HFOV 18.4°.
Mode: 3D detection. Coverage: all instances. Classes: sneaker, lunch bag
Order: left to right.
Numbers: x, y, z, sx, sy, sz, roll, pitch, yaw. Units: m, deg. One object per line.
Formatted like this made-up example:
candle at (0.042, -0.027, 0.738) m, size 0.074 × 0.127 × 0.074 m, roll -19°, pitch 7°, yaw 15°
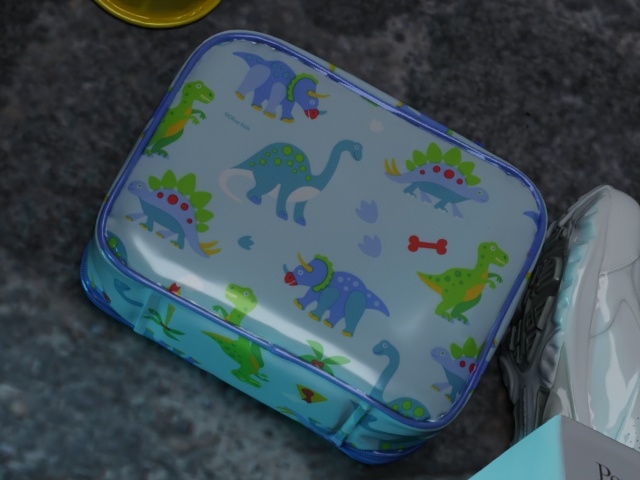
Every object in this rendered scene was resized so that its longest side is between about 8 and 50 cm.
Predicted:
lunch bag at (0.000, 0.000, 1.045) m, size 0.219 × 0.090 × 0.176 m, roll 28°, pitch 65°, yaw -2°
sneaker at (0.158, 0.087, 1.061) m, size 0.115 × 0.090 × 0.232 m, roll 13°, pitch 75°, yaw -16°

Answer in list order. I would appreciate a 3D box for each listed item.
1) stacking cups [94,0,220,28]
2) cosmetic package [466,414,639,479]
stacking cups at (-0.067, -0.221, 0.994) m, size 0.096 × 0.316 × 0.096 m, roll 4°, pitch 67°, yaw -10°
cosmetic package at (0.222, 0.274, 0.841) m, size 0.377 × 0.097 × 0.284 m, roll 26°, pitch 41°, yaw -24°
